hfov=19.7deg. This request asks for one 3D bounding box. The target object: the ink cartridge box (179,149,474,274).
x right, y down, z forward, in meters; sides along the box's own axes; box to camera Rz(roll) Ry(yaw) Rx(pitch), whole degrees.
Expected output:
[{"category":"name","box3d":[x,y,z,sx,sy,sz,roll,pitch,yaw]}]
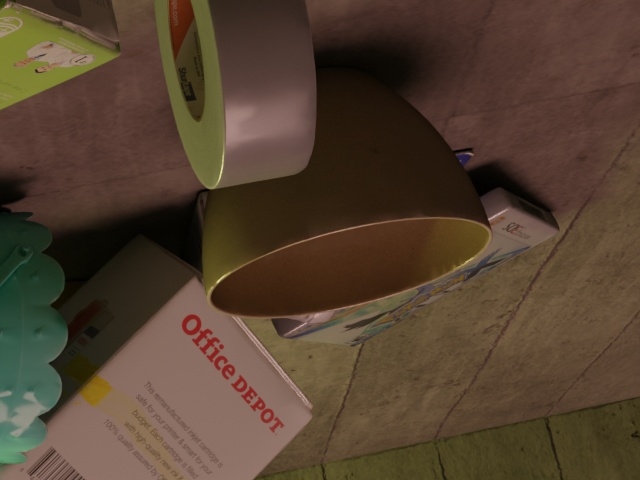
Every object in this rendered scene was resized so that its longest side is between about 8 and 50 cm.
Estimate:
[{"category":"ink cartridge box","box3d":[0.000,0.000,2.212,0.330,0.071,0.324,-8,163,-12]}]

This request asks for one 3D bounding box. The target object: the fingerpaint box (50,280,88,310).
[{"category":"fingerpaint box","box3d":[-0.455,0.201,2.296,0.444,0.163,0.371,-2,152,-33]}]

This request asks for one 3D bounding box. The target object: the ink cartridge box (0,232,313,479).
[{"category":"ink cartridge box","box3d":[-0.238,0.227,2.124,0.384,0.160,0.279,-44,128,-10]}]

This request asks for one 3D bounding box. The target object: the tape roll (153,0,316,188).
[{"category":"tape roll","box3d":[-0.068,-0.152,1.387,0.072,0.219,0.219,-10,163,-15]}]

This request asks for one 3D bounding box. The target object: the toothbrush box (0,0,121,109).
[{"category":"toothbrush box","box3d":[-0.288,-0.172,1.168,0.283,0.206,0.122,-20,162,25]}]

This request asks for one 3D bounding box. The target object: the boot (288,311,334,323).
[{"category":"boot","box3d":[-0.015,-0.020,1.983,0.123,0.095,0.258,9,121,-23]}]

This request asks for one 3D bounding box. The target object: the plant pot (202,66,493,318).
[{"category":"plant pot","box3d":[0.007,-0.058,1.805,0.284,0.191,0.284,-13,164,-4]}]

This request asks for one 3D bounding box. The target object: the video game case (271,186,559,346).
[{"category":"video game case","box3d":[0.128,0.041,2.338,0.329,0.036,0.300,-30,166,14]}]

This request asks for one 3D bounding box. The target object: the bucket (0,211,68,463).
[{"category":"bucket","box3d":[-0.396,0.100,1.898,0.183,0.281,0.281,3,158,-31]}]
